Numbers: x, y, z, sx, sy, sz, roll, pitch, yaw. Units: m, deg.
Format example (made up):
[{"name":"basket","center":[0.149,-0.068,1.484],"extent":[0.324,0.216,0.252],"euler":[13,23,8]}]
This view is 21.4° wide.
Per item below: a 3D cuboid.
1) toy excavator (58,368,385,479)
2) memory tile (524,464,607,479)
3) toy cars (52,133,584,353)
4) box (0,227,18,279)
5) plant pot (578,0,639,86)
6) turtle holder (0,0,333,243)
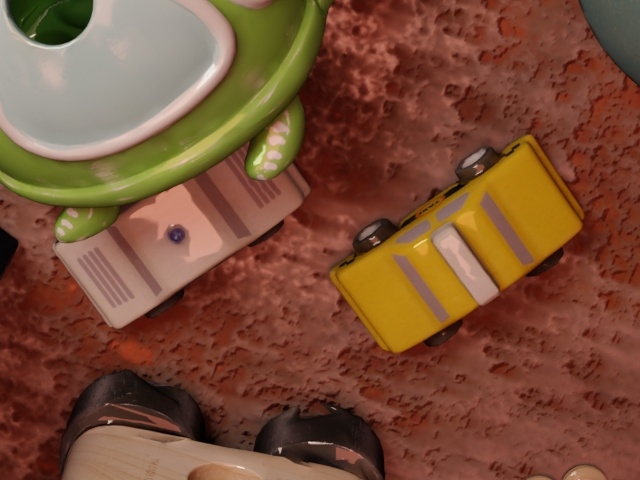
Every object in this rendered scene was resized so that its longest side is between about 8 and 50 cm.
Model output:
[{"name":"toy excavator","center":[-0.038,0.365,1.284],"extent":[0.433,0.222,0.445],"euler":[12,116,-5]},{"name":"memory tile","center":[0.162,0.241,1.337],"extent":[0.148,0.012,0.113],"euler":[-13,103,1]},{"name":"toy cars","center":[0.000,0.000,1.237],"extent":[0.394,0.087,0.176],"euler":[5,103,-3]},{"name":"box","center":[-0.382,0.099,1.117],"extent":[0.179,0.343,0.312],"euler":[41,99,-11]},{"name":"plant pot","center":[0.327,-0.206,1.146],"extent":[0.290,0.195,0.290],"euler":[0,103,-1]},{"name":"turtle holder","center":[-0.112,-0.160,1.077],"extent":[0.320,0.243,0.227],"euler":[-4,144,25]}]
